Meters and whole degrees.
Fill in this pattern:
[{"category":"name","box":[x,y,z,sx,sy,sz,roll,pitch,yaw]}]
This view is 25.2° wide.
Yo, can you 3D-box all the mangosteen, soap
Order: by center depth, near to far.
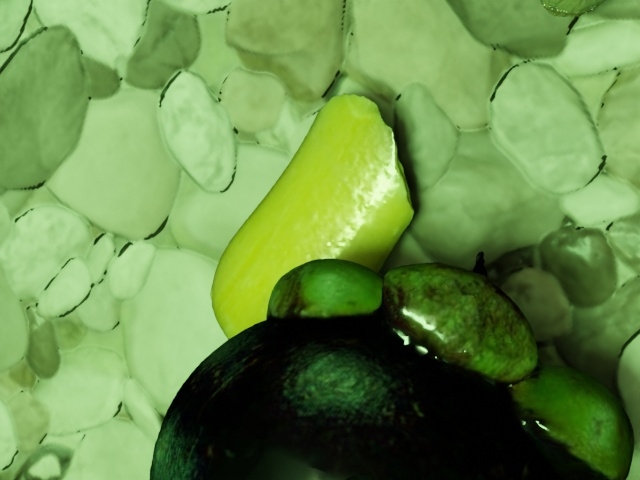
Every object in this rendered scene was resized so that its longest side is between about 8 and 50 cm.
[{"category":"mangosteen","box":[0.031,0.123,0.715,0.243,0.243,0.243,2,95,25]},{"category":"soap","box":[0.000,0.000,0.805,0.089,0.033,0.168,41,109,14]}]

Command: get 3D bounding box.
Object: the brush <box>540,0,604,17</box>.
[{"category":"brush","box":[0.197,-0.237,0.693,0.042,0.039,0.299,39,108,18]}]
